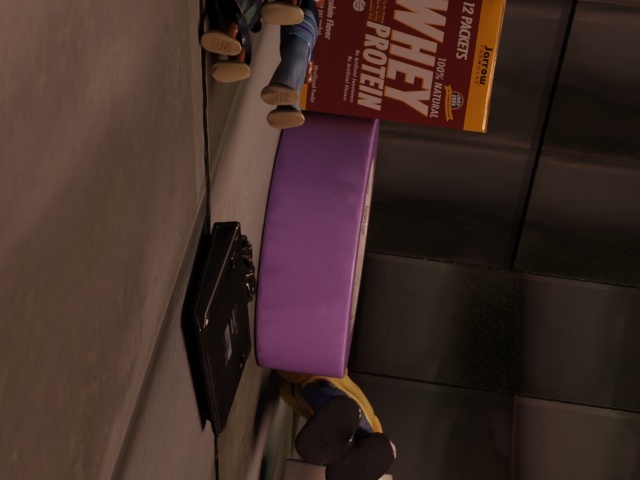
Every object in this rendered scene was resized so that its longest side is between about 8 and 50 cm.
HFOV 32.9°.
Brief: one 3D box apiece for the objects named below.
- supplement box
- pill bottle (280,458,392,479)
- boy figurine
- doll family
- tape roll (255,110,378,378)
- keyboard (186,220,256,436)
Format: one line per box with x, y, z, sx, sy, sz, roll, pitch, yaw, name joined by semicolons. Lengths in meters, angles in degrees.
0.078;-0.201;1.088;0.194;0.191;0.129;-72;169;-71;supplement box
-0.002;0.420;1.251;0.176;0.176;0.319;75;23;-80;pill bottle
0.003;0.186;1.244;0.092;0.177;0.285;-43;-167;-2;boy figurine
-0.026;-0.154;0.620;0.193;0.076;0.111;101;-5;-57;doll family
0.000;0.000;1.117;0.275;0.090;0.275;7;90;-85;tape roll
-0.067;0.054;0.750;0.180;0.023;0.108;93;13;-58;keyboard
